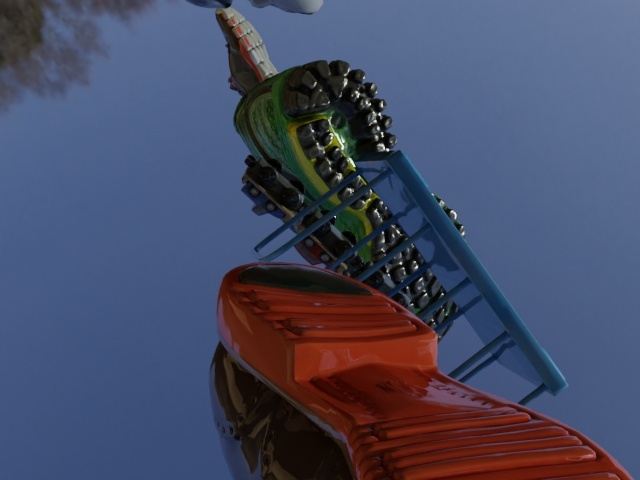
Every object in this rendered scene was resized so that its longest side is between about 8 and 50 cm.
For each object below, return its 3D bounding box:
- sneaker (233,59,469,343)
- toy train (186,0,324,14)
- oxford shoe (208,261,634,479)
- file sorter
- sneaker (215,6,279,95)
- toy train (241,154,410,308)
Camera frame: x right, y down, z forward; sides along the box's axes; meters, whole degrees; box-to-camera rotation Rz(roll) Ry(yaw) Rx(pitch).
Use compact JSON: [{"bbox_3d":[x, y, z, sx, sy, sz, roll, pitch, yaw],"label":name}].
[{"bbox_3d":[0.036,-0.027,1.136,0.134,0.344,0.146,-41,-154,-29],"label":"sneaker"},{"bbox_3d":[0.006,-0.300,0.728,0.190,0.142,0.334,27,-89,51],"label":"toy train"},{"bbox_3d":[0.034,0.102,0.400,0.097,0.098,0.271,3,-159,-27],"label":"oxford shoe"},{"bbox_3d":[0.048,0.043,0.700,0.104,0.170,0.118,-37,-173,-3],"label":"file sorter"},{"bbox_3d":[-0.099,-0.220,1.424,0.065,0.158,0.061,-31,178,24],"label":"sneaker"},{"bbox_3d":[0.000,0.000,0.805,0.036,0.158,0.027,-42,-169,22],"label":"toy train"}]
